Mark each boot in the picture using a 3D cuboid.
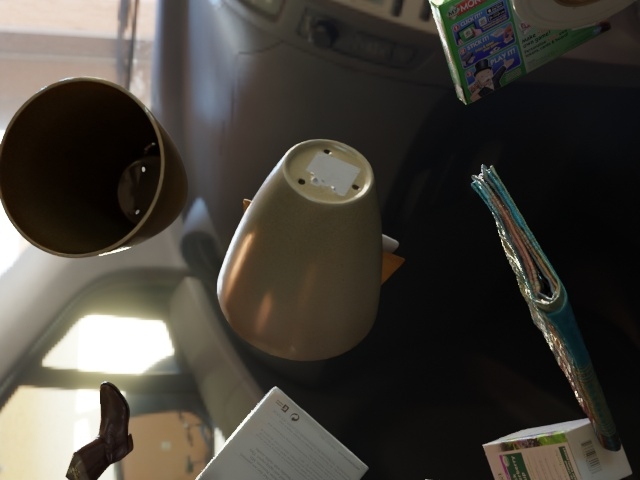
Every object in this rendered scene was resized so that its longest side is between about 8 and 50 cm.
[{"bbox_3d":[-0.280,0.244,1.093,0.114,0.037,0.107,-33,-71,-64],"label":"boot"}]

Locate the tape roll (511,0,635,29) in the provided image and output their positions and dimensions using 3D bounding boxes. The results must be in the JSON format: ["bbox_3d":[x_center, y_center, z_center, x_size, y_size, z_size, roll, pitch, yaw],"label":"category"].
[{"bbox_3d":[0.380,-0.456,1.308,0.246,0.246,0.169,114,147,-59],"label":"tape roll"}]

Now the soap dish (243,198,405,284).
[{"bbox_3d":[0.000,0.000,1.860,0.290,0.229,0.118,21,90,37],"label":"soap dish"}]

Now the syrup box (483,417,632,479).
[{"bbox_3d":[0.364,0.342,1.379,0.237,0.096,0.093,-39,67,62],"label":"syrup box"}]

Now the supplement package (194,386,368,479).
[{"bbox_3d":[-0.080,0.296,0.965,0.244,0.134,0.139,-49,-4,-9],"label":"supplement package"}]

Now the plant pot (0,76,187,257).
[{"bbox_3d":[-0.288,-0.084,1.259,0.254,0.237,0.237,24,-116,-77],"label":"plant pot"}]

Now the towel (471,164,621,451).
[{"bbox_3d":[0.314,0.102,1.217,0.370,0.040,0.271,58,-169,-42],"label":"towel"}]

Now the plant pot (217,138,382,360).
[{"bbox_3d":[-0.011,-0.007,1.287,0.274,0.256,0.257,105,161,-47],"label":"plant pot"}]

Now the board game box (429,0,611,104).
[{"bbox_3d":[0.371,-0.413,1.609,0.214,0.317,0.046,65,175,-36],"label":"board game box"}]
